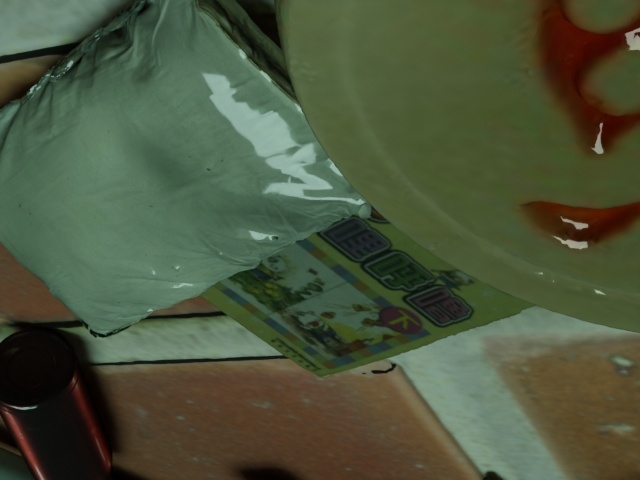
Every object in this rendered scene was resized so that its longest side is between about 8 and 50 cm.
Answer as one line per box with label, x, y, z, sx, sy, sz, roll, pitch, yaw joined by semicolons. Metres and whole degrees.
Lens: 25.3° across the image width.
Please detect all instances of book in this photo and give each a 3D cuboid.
book;0.000;0.000;0.686;0.168;0.013;0.192;37;142;-24

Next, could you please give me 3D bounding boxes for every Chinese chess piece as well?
Chinese chess piece;0.116;-0.074;0.439;0.273;0.102;0.273;13;146;9

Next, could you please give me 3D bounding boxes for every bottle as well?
bottle;-0.165;0.122;0.902;0.060;0.060;0.164;11;147;12

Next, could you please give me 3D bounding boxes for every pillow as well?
pillow;-0.082;-0.030;0.635;0.229;0.051;0.128;-24;107;47

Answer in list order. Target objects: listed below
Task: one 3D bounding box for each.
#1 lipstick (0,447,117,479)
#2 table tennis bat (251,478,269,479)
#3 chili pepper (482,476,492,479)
lipstick;-0.195;0.179;0.996;0.274;0.061;0.068;26;148;-10
table tennis bat;0.046;0.253;1.008;0.198;0.050;0.321;-12;141;40
chili pepper;0.146;0.216;0.902;0.208;0.043;0.049;41;153;-30
